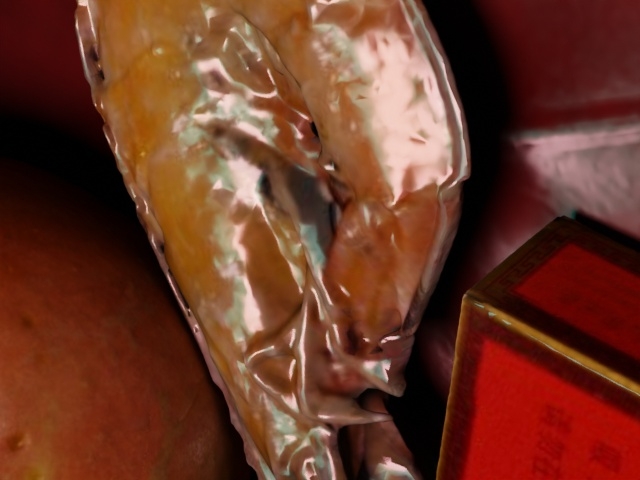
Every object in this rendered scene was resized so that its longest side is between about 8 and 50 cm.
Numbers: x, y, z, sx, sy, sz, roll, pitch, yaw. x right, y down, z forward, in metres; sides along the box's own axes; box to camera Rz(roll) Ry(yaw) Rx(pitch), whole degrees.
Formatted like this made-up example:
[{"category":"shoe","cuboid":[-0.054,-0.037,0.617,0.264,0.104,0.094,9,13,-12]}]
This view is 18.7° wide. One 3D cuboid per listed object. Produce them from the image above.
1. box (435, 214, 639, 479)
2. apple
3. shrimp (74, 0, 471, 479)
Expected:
[{"category":"box","cuboid":[0.151,0.111,0.635,0.240,0.074,0.153,28,130,26]},{"category":"apple","cuboid":[-0.151,0.076,0.787,0.253,0.253,0.253,23,130,30]},{"category":"shrimp","cuboid":[0.000,0.000,0.687,0.164,0.062,0.317,-8,100,50]}]
